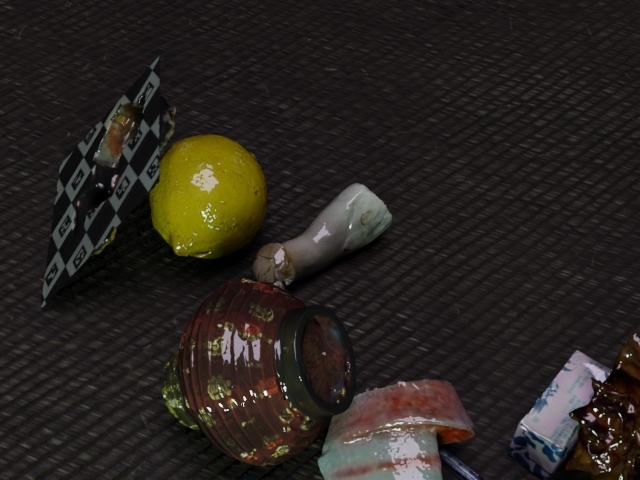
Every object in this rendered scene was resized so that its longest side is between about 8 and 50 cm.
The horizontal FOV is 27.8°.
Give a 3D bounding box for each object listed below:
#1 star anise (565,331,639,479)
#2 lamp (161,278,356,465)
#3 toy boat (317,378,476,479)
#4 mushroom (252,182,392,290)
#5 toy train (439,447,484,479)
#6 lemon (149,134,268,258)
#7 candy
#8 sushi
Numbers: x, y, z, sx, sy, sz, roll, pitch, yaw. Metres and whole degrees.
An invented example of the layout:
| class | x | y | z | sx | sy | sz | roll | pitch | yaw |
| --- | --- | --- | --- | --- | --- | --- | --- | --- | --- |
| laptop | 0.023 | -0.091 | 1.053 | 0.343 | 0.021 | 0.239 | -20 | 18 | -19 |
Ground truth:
| class | x | y | z | sx | sy | sz | roll | pitch | yaw |
| --- | --- | --- | --- | --- | --- | --- | --- | --- | --- |
| star anise | 0.397 | 0.265 | 1.618 | 0.148 | 0.237 | 0.346 | 11 | 65 | 43 |
| lamp | -0.083 | 0.167 | 1.642 | 0.247 | 0.247 | 0.247 | 2 | 48 | -2 |
| toy boat | 0.108 | 0.319 | 1.618 | 0.206 | 0.096 | 0.282 | -13 | 63 | 3 |
| mushroom | -0.001 | 0.002 | 1.879 | 0.223 | 0.092 | 0.081 | -33 | 74 | -19 |
| toy train | 0.186 | 0.299 | 1.670 | 0.083 | 0.017 | 0.017 | 37 | 57 | 25 |
| lemon | -0.163 | -0.060 | 1.869 | 0.174 | 0.173 | 0.206 | 12 | 58 | 7 |
| candy | 0.319 | 0.226 | 1.695 | 0.073 | 0.092 | 0.160 | 32 | 55 | 21 |
| sushi | -0.290 | -0.078 | 1.858 | 0.059 | 0.294 | 0.292 | 29 | 37 | -30 |
